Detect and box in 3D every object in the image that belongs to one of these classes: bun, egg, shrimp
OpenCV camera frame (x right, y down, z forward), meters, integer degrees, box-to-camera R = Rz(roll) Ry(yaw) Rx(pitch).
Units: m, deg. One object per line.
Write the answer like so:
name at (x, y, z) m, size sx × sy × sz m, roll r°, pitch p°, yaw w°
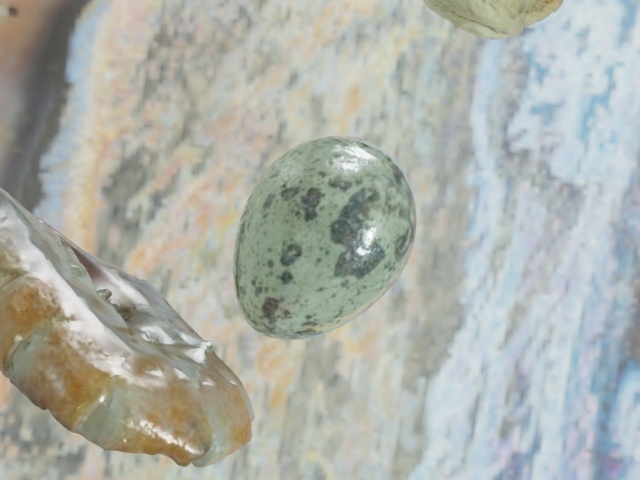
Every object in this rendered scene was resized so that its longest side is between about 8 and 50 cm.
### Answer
bun at (0.170, -0.248, 1.386) m, size 0.111 × 0.164 × 0.188 m, roll 57°, pitch 3°, yaw 23°
egg at (0.000, 0.000, 1.192) m, size 0.172 × 0.132 × 0.132 m, roll -56°, pitch 163°, yaw -10°
shrimp at (-0.149, 0.022, 0.870) m, size 0.164 × 0.317 × 0.062 m, roll 17°, pitch 109°, yaw -55°
